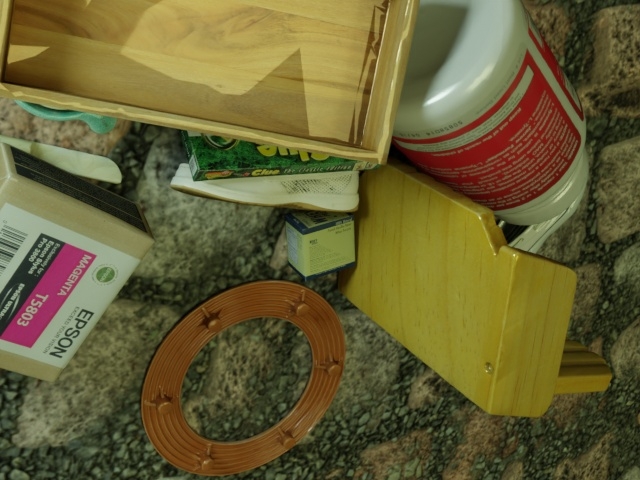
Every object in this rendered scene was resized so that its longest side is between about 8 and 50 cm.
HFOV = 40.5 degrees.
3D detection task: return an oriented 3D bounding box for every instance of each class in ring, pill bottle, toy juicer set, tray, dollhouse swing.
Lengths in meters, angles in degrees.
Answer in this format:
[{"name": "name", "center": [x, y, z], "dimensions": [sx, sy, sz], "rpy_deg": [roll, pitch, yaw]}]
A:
[{"name": "ring", "center": [-0.102, 0.215, 1.297], "dimensions": [0.337, 0.032, 0.336], "rpy_deg": [-14, 120, -25]}, {"name": "pill bottle", "center": [0.216, -0.172, 1.155], "dimensions": [0.229, 0.229, 0.408], "rpy_deg": [-54, 142, 2]}, {"name": "toy juicer set", "center": [-0.314, -0.190, 0.927], "dimensions": [0.209, 0.089, 0.329], "rpy_deg": [-12, 119, -27]}, {"name": "tray", "center": [-0.113, -0.213, 0.892], "dimensions": [0.411, 0.076, 0.203], "rpy_deg": [8, 99, -18]}, {"name": "dollhouse swing", "center": [0.247, 0.044, 1.228], "dimensions": [0.305, 0.347, 0.315], "rpy_deg": [-11, 119, -29]}]

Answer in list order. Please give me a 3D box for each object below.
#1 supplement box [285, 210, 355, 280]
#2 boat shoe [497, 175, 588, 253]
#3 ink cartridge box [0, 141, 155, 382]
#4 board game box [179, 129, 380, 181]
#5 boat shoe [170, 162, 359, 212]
[{"name": "supplement box", "center": [0.000, 0.000, 1.237], "dimensions": [0.083, 0.056, 0.083], "rpy_deg": [-17, 121, -24]}, {"name": "boat shoe", "center": [0.350, -0.048, 1.414], "dimensions": [0.076, 0.083, 0.226], "rpy_deg": [24, 100, -39]}, {"name": "ink cartridge box", "center": [-0.337, 0.033, 1.004], "dimensions": [0.193, 0.088, 0.234], "rpy_deg": [27, 106, -37]}, {"name": "board game box", "center": [-0.052, -0.145, 1.093], "dimensions": [0.260, 0.136, 0.030], "rpy_deg": [-7, 158, -30]}, {"name": "boat shoe", "center": [-0.066, -0.092, 1.133], "dimensions": [0.277, 0.098, 0.096], "rpy_deg": [2, 98, -38]}]
